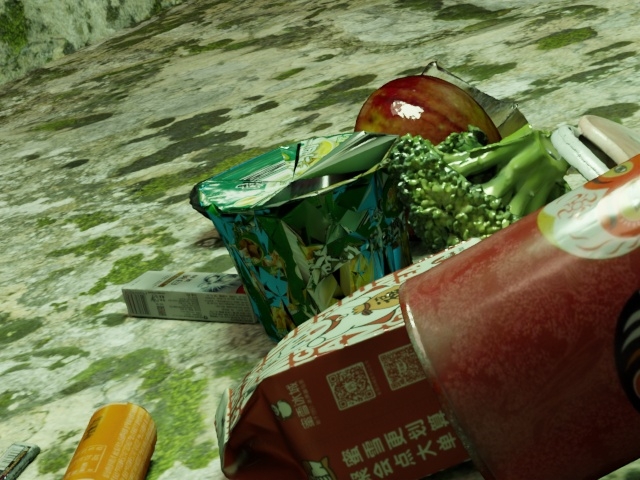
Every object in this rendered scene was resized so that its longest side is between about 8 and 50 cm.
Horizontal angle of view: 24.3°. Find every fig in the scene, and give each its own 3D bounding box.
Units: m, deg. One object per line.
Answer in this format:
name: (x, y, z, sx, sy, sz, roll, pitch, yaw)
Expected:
fig: (0.157, -0.085, 1.778, 0.250, 0.203, 0.186, 19, 28, 8)

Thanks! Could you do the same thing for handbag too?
handbag: (0.045, 0.130, 1.317, 0.298, 0.151, 0.171, -23, 15, 4)

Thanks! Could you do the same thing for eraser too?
eraser: (-0.314, 0.230, 1.499, 0.027, 0.019, 0.099, 5, 26, 16)

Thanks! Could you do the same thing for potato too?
potato: (0.208, -0.152, 2.068, 0.120, 0.100, 0.261, -51, 30, 3)

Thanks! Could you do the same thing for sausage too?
sausage: (-0.200, 0.227, 1.339, 0.071, 0.071, 0.234, -13, 19, 9)

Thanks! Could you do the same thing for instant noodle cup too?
instant noodle cup: (0.000, 0.000, 1.638, 0.240, 0.178, 0.240, -15, 19, 5)

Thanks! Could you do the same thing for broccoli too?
broccoli: (0.182, -0.042, 1.550, 0.176, 0.226, 0.198, -22, 26, 14)

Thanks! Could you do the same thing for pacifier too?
pacifier: (0.382, -0.063, 1.456, 0.273, 0.220, 0.332, -26, 23, 4)

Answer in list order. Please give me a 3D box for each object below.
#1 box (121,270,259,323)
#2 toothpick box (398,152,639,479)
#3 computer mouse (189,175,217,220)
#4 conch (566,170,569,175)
box: (-0.145, 0.067, 1.782, 0.218, 0.039, 0.055, 0, 24, 39)
toothpick box: (0.249, 0.041, 1.096, 0.333, 0.204, 0.204, -28, 17, 12)
computer mouse: (-0.066, -0.053, 2.001, 0.217, 0.073, 0.122, -9, 22, 0)
conch: (0.174, -0.098, 1.906, 0.330, 0.109, 0.093, 18, 59, 42)
